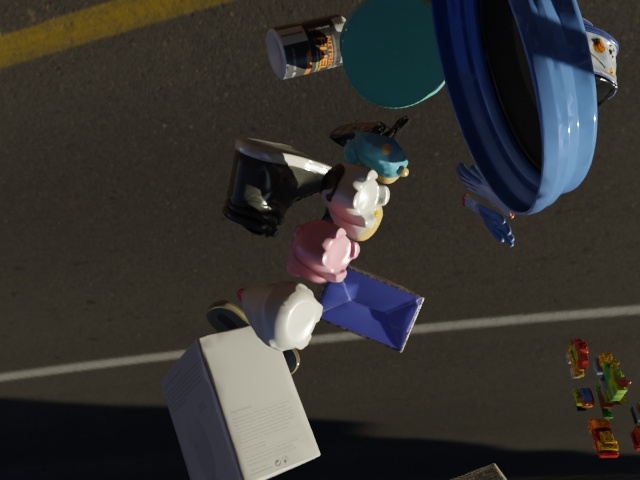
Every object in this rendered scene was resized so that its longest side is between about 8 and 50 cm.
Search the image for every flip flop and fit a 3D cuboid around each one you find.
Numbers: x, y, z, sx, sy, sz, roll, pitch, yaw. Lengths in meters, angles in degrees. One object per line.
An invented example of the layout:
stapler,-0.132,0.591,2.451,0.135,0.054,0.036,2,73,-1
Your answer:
flip flop,-0.179,0.259,1.630,0.277,0.080,0.112,39,108,-3

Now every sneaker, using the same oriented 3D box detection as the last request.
sneaker,-0.066,-0.081,1.079,0.104,0.147,0.295,27,-167,26

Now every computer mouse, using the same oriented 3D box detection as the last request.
computer mouse,0.126,-0.292,1.871,0.261,0.184,0.060,-2,122,34

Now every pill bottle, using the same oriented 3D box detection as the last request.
pill bottle,-0.004,-0.502,1.632,0.245,0.131,0.130,-19,148,-18

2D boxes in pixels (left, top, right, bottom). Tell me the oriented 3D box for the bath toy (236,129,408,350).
bath toy,0.000,0.000,0.934,0.129,0.348,0.151,18,156,37

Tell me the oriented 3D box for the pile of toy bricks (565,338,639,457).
pile of toy bricks,0.514,0.264,1.126,0.117,0.212,0.105,-3,140,2

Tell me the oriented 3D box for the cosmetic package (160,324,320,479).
cosmetic package,-0.139,0.280,1.027,0.138,0.225,0.224,-11,159,-34

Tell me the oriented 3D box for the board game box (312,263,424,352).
board game box,0.103,0.150,1.612,0.231,0.141,0.291,22,180,-2

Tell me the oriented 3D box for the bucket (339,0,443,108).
bucket,0.182,-0.436,1.456,0.280,0.183,0.282,6,111,15

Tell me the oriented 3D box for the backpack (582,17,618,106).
backpack,0.466,-0.341,1.300,0.276,0.213,0.263,6,175,-17

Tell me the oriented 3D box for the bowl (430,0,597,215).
bowl,0.243,-0.229,0.844,0.077,0.391,0.391,-18,143,2

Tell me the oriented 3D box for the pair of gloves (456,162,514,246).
pair of gloves,0.337,-0.074,1.307,0.023,0.159,0.198,-38,143,-7

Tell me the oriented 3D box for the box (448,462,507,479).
box,0.279,0.512,1.042,0.148,0.232,0.127,-7,133,-30
